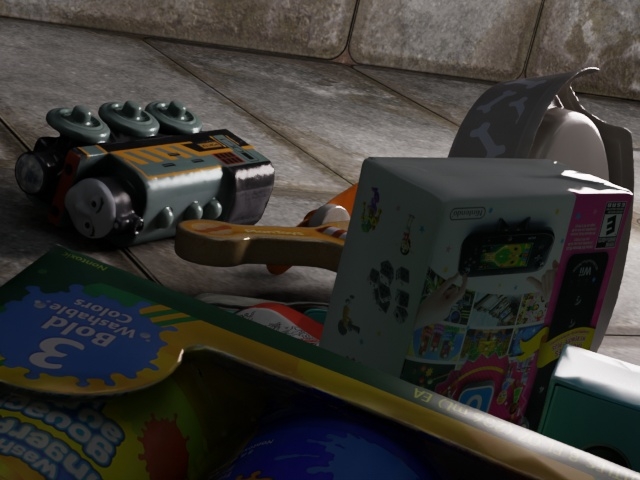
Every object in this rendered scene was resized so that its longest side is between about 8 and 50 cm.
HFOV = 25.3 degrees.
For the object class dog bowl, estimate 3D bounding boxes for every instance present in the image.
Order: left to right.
[{"bbox_3d":[0.230,-0.015,1.521,0.102,0.349,0.349,8,12,30],"label":"dog bowl"}]

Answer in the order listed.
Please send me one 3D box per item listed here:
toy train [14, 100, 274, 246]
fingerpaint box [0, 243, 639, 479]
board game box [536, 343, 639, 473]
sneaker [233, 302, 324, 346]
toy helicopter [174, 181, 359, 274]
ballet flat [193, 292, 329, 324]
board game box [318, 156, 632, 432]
[{"bbox_3d":[-0.207,-0.078,1.726,0.190,0.142,0.334,33,24,26],"label":"toy train"},{"bbox_3d":[-0.030,0.203,0.654,0.445,0.163,0.371,21,28,12],"label":"fingerpaint box"},{"bbox_3d":[0.270,0.235,0.851,0.336,0.254,0.079,17,16,12],"label":"board game box"},{"bbox_3d":[-0.056,0.128,1.227,0.145,0.090,0.270,-27,21,-32],"label":"sneaker"},{"bbox_3d":[0.000,0.000,1.624,0.355,0.140,0.235,3,17,-24],"label":"toy helicopter"},{"bbox_3d":[-0.033,0.087,1.420,0.213,0.072,0.068,9,13,-11],"label":"ballet flat"},{"bbox_3d":[0.104,0.093,1.097,0.224,0.303,0.097,-3,23,-42],"label":"board game box"}]
